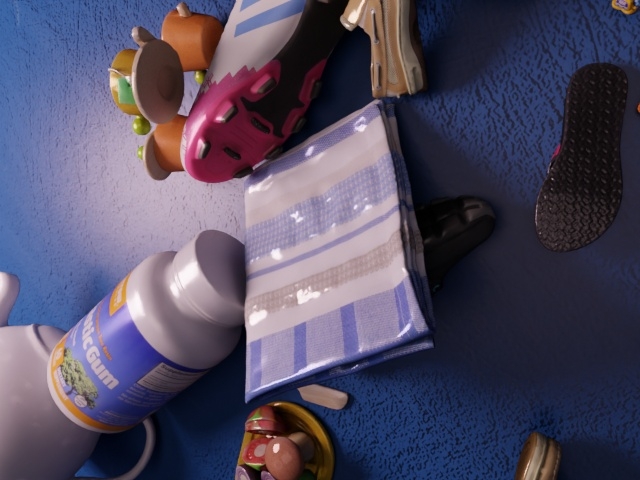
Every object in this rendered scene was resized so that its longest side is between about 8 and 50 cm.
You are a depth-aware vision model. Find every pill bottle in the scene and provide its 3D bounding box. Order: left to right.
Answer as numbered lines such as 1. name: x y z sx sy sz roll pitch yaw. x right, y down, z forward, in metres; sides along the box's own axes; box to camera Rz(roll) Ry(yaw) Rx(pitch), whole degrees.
1. pill bottle: -0.194 0.108 0.646 0.272 0.152 0.152 -40 77 23

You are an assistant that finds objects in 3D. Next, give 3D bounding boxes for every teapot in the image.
1. teapot: -0.380 0.209 0.727 0.187 0.256 0.253 -41 47 -16

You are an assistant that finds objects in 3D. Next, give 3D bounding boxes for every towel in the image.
1. towel: 0.000 0.000 0.533 0.209 0.034 0.284 -24 51 26

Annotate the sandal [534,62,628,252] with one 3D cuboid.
1. sandal: 0.244 -0.073 0.489 0.067 0.040 0.179 13 85 19

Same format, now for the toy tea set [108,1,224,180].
1. toy tea set: -0.198 -0.233 0.601 0.124 0.200 0.335 8 103 17

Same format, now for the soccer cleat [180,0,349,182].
1. soccer cleat: -0.056 -0.216 0.588 0.331 0.116 0.143 -51 55 15

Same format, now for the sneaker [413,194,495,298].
1. sneaker: 0.072 0.051 0.561 0.267 0.101 0.106 -34 107 19

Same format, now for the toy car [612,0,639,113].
1. toy car: 0.280 -0.159 0.458 0.060 0.040 0.122 -43 76 22

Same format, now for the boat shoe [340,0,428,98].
1. boat shoe: 0.053 -0.219 0.498 0.072 0.068 0.189 -10 127 13

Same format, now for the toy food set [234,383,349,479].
1. toy food set: -0.055 0.271 0.635 0.128 0.071 0.217 18 101 24

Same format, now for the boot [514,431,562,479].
1. boot: 0.258 0.290 0.483 0.165 0.077 0.213 6 101 26
